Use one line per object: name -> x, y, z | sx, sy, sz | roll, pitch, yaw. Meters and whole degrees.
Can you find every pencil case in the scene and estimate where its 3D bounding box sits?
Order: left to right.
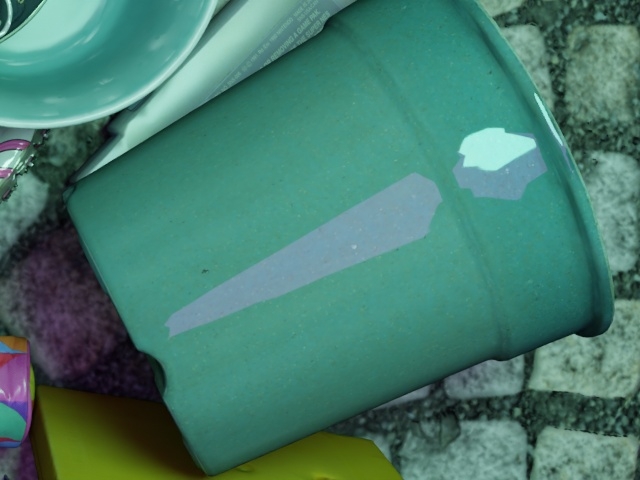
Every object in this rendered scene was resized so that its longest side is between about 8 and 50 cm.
pencil case -> -0.356, 0.122, 1.246 | 0.236, 0.104, 0.104 | 4, 90, -15

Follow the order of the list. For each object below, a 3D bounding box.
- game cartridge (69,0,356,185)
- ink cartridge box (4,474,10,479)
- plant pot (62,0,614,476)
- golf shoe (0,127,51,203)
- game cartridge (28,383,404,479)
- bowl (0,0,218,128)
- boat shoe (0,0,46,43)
game cartridge -> -0.028, -0.106, 1.361 | 0.230, 0.068, 0.355 | 45, 79, -9
ink cartridge box -> -0.249, 0.310, 1.225 | 0.045, 0.206, 0.208 | -6, 92, -20
plant pot -> 0.000, 0.000, 1.189 | 0.334, 0.341, 0.341 | -28, 99, -7
golf shoe -> -0.302, -0.054, 1.271 | 0.086, 0.067, 0.186 | 40, 80, -13
game cartridge -> -0.070, 0.208, 1.237 | 0.324, 0.285, 0.052 | 11, 100, -17
bowl -> -0.246, -0.242, 1.235 | 0.312, 0.163, 0.311 | 0, 92, -18
boat shoe -> -0.273, -0.176, 1.102 | 0.254, 0.079, 0.095 | -41, 98, -13
